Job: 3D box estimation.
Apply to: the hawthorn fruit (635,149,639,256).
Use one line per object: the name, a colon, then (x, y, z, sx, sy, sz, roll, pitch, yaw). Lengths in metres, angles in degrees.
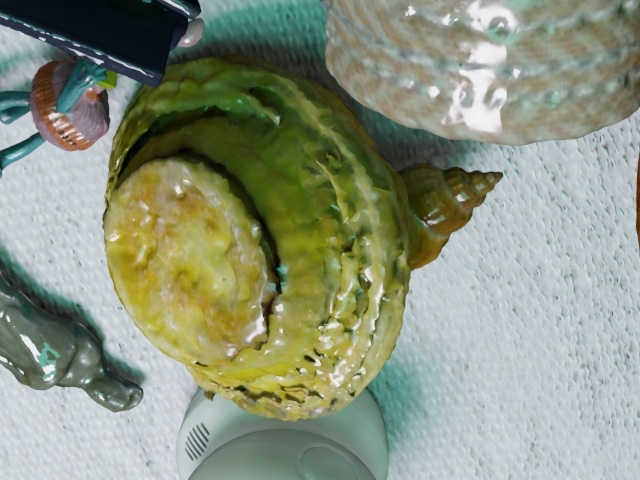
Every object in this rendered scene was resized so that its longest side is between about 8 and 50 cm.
hawthorn fruit: (0.418, -0.038, 1.228, 0.472, 0.472, 0.472, 1, 126, 2)

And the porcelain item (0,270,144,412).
porcelain item: (-0.243, 0.089, 1.589, 0.081, 0.069, 0.216, -40, 120, 22)

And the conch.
conch: (-0.001, -0.005, 1.490, 0.330, 0.109, 0.093, -14, 91, 29)

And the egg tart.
egg tart: (-0.069, 0.002, 1.405, 0.294, 0.123, 0.294, 9, 106, 35)

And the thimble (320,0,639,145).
thimble: (0.123, -0.172, 1.302, 0.229, 0.196, 0.148, 18, 127, 27)

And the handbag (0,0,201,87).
handbag: (-0.159, -0.234, 1.189, 0.269, 0.325, 0.118, 24, 119, -17)

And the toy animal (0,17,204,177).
toy animal: (-0.182, -0.124, 1.403, 0.208, 0.103, 0.100, -31, 100, 26)

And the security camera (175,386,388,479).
security camera: (-0.037, 0.232, 1.571, 0.194, 0.236, 0.194, 2, 123, 2)
